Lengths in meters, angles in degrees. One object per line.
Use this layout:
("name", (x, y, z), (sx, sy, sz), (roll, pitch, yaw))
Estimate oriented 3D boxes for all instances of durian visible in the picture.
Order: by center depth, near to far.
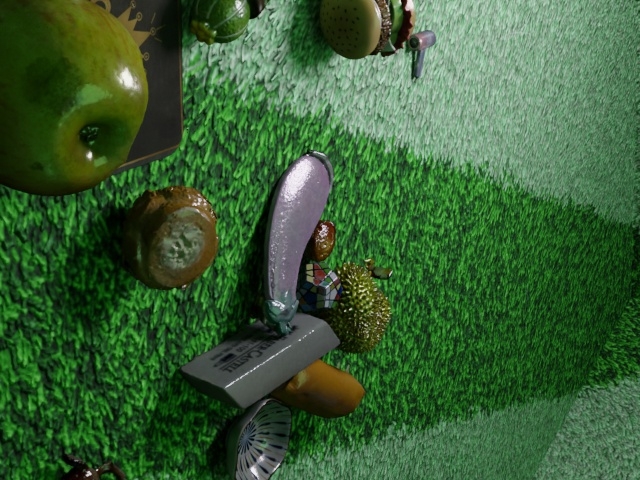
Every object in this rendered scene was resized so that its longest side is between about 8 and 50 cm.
("durian", (0.062, 0.137, 1.949), (0.159, 0.146, 0.198), (-1, 87, -65))

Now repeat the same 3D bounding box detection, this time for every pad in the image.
("pad", (-0.275, -0.261, 1.309), (0.315, 0.063, 0.375), (-28, 127, -49))

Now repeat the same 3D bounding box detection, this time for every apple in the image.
("apple", (-0.312, -0.168, 1.128), (0.246, 0.226, 0.246), (-29, 133, -37))

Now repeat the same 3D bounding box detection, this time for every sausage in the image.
("sausage", (0.006, 0.306, 1.956), (0.328, 0.112, 0.112), (33, 76, -51))

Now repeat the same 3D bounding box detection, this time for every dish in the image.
("dish", (-0.132, 0.385, 1.833), (0.190, 0.066, 0.191), (-31, 129, -50))

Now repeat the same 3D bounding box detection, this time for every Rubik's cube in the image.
("Rubik's cube", (-0.012, 0.092, 1.855), (0.111, 0.093, 0.111), (-30, 127, -49))

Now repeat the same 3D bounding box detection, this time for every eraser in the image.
("eraser", (-0.105, 0.210, 1.750), (0.352, 0.111, 0.077), (-28, 125, -49))

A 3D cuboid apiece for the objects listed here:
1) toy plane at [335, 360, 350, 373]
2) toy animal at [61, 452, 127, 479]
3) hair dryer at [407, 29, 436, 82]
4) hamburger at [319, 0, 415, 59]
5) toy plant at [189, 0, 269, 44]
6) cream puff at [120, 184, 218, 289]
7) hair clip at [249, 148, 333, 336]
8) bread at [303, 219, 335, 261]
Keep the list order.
("toy plane", (0.039, 0.318, 2.091), (0.102, 0.040, 0.111), (-46, 141, -31))
("toy animal", (-0.404, 0.447, 1.448), (0.260, 0.087, 0.244), (30, 65, -56))
("hair dryer", (0.210, -0.390, 2.035), (0.063, 0.037, 0.114), (-29, 135, -47))
("hamburger", (0.073, -0.403, 1.703), (0.137, 0.175, 0.175), (-28, 128, -32))
("toy plant", (-0.137, -0.364, 1.449), (0.162, 0.092, 0.093), (-54, 144, -23))
("cream puff", (-0.232, -0.007, 1.438), (0.165, 0.115, 0.150), (-44, 128, -7))
("hair clip", (-0.058, -0.007, 1.764), (0.095, 0.110, 0.359), (154, -46, -78))
("bread", (0.000, 0.000, 1.867), (0.085, 0.053, 0.085), (-31, 129, -48))
